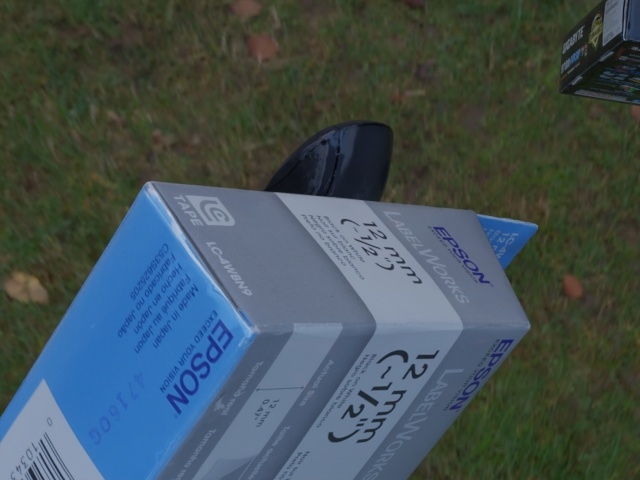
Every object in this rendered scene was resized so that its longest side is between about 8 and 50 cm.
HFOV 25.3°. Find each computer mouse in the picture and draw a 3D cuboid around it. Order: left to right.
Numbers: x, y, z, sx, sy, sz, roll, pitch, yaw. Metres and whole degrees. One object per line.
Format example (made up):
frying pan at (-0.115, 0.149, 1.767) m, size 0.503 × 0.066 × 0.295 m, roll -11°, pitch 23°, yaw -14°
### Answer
computer mouse at (0.000, 0.000, 1.204) m, size 0.262 × 0.184 × 0.060 m, roll -42°, pitch 62°, yaw 32°

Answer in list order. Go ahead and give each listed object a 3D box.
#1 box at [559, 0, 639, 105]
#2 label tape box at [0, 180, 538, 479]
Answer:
box at (0.309, -0.136, 1.080) m, size 0.220 × 0.175 × 0.051 m, roll 8°, pitch 83°, yaw -4°
label tape box at (-0.008, 0.103, 0.834) m, size 0.115 × 0.347 × 0.249 m, roll 52°, pitch 119°, yaw 32°
